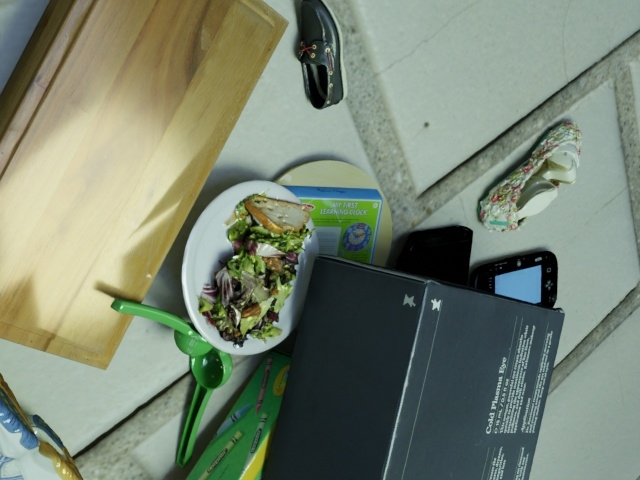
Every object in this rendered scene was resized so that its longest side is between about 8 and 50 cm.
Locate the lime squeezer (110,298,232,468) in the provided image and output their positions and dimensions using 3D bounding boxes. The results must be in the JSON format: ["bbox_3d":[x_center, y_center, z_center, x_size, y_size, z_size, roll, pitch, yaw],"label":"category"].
[{"bbox_3d":[-0.156,0.136,0.872,0.109,0.059,0.310,-29,140,-21],"label":"lime squeezer"}]

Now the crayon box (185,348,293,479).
[{"bbox_3d":[-0.067,0.301,0.963,0.278,0.081,0.165,-56,130,-22],"label":"crayon box"}]

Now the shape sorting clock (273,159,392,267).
[{"bbox_3d":[0.000,0.000,0.964,0.206,0.040,0.206,-10,112,-24],"label":"shape sorting clock"}]

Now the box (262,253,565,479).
[{"bbox_3d":[0.119,0.216,0.944,0.312,0.178,0.344,15,87,-45],"label":"box"}]

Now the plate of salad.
[{"bbox_3d":[-0.067,0.033,0.861,0.199,0.048,0.200,-8,102,-44],"label":"plate of salad"}]

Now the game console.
[{"bbox_3d":[0.247,0.074,1.176,0.361,0.044,0.213,-10,112,-35],"label":"game console"}]

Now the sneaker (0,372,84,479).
[{"bbox_3d":[-0.334,0.198,0.716,0.131,0.112,0.297,-32,136,-17],"label":"sneaker"}]

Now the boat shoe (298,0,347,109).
[{"bbox_3d":[-0.002,-0.215,0.880,0.042,0.048,0.133,-35,129,-32],"label":"boat shoe"}]

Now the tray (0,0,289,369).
[{"bbox_3d":[-0.211,-0.092,0.754,0.202,0.076,0.411,29,87,-40],"label":"tray"}]

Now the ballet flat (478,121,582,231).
[{"bbox_3d":[0.341,-0.090,1.165,0.241,0.077,0.091,-44,126,-17],"label":"ballet flat"}]
